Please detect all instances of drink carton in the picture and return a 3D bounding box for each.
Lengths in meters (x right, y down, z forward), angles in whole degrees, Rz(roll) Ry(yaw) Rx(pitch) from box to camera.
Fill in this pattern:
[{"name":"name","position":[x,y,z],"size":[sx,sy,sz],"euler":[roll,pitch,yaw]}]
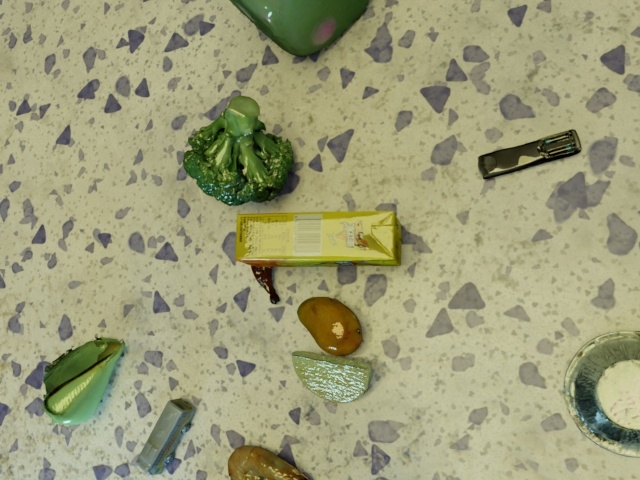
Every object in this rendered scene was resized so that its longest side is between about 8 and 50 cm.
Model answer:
[{"name":"drink carton","position":[0.000,0.000,1.300],"size":[0.351,0.154,0.111],"euler":[-1,82,13]}]

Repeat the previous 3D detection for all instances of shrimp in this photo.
[{"name":"shrimp","position":[-0.117,0.550,1.322],"size":[0.236,0.053,0.133],"euler":[11,82,27]}]

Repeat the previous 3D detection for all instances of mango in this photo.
[{"name":"mango","position":[0.025,0.187,1.319],"size":[0.115,0.089,0.165],"euler":[-48,64,18]}]

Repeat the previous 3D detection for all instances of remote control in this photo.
[{"name":"remote control","position":[0.445,-0.184,1.250],"size":[0.212,0.028,0.059],"euler":[-16,76,18]}]

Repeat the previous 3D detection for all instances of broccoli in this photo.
[{"name":"broccoli","position":[-0.192,-0.217,1.400],"size":[0.270,0.270,0.270],"euler":[42,140,23]}]

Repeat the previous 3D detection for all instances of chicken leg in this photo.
[{"name":"chicken leg","position":[-0.130,0.051,1.429],"size":[0.093,0.053,0.205],"euler":[7,86,8]}]

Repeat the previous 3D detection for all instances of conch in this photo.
[{"name":"conch","position":[-0.631,0.358,1.518],"size":[0.143,0.137,0.251],"euler":[16,86,24]}]

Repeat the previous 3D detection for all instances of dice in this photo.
[{"name":"dice","position":[-0.074,-0.671,1.393],"size":[0.330,0.318,0.322],"euler":[-46,68,8]}]

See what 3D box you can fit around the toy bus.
[{"name":"toy bus","position":[-0.379,0.482,1.428],"size":[0.064,0.075,0.191],"euler":[29,91,23]}]

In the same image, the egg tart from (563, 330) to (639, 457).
[{"name":"egg tart","position":[0.574,0.283,1.075],"size":[0.234,0.094,0.234],"euler":[-4,80,23]}]

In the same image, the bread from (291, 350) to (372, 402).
[{"name":"bread","position":[0.029,0.310,1.306],"size":[0.192,0.036,0.112],"euler":[5,113,26]}]
